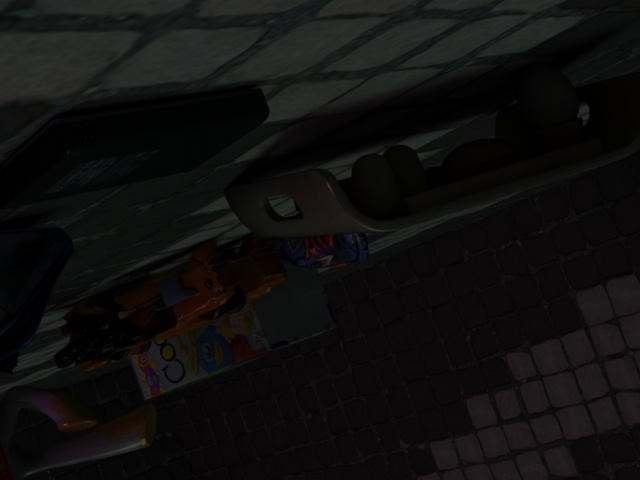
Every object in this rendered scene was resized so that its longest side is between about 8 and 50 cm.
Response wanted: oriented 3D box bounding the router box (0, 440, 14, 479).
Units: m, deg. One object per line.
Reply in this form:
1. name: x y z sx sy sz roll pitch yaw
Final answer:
1. router box: -0.269 0.131 0.352 0.336 0.301 0.082 -20 175 -3

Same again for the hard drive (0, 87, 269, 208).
1. hard drive: -0.107 -0.053 0.613 0.135 0.022 0.094 -16 173 -42

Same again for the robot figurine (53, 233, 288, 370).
1. robot figurine: -0.194 0.081 1.322 0.291 0.085 0.211 -24 173 29

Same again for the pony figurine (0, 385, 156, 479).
1. pony figurine: -0.389 0.317 1.197 0.364 0.350 0.303 1 157 10

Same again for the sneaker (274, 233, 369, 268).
1. sneaker: 0.000 0.000 1.285 0.087 0.083 0.221 -11 169 -15

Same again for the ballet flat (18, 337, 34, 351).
1. ballet flat: -0.295 0.065 0.872 0.074 0.074 0.203 -22 177 15

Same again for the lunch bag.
1. lunch bag: -0.256 0.049 0.748 0.129 0.096 0.151 -29 -175 43

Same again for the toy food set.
1. toy food set: 0.092 -0.076 0.897 0.306 0.092 0.220 -17 -175 -24

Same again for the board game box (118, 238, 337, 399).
1. board game box: -0.138 0.109 1.502 0.275 0.142 0.144 -25 173 41

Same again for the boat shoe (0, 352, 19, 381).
1. boat shoe: -0.376 0.111 1.188 0.065 0.075 0.206 -63 175 -10
